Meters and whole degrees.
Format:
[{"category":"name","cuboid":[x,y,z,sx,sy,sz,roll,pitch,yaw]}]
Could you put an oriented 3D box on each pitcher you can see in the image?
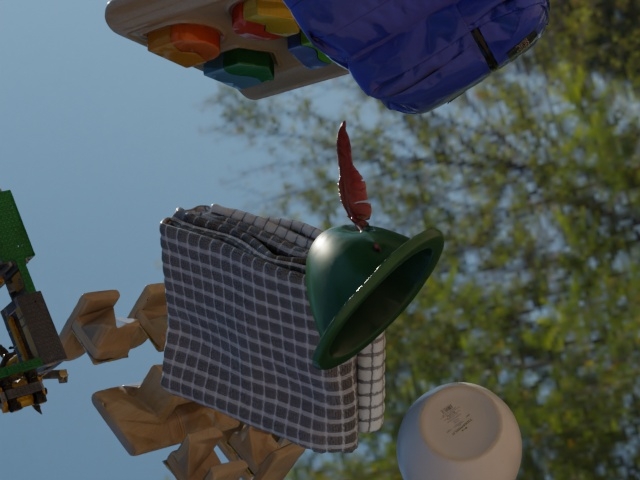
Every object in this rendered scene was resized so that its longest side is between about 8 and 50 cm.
[{"category":"pitcher","cuboid":[0.123,0.245,1.348,0.125,0.177,0.207,43,160,25]}]

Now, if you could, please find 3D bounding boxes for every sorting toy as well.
[{"category":"sorting toy","cuboid":[-0.060,-0.183,1.189,0.208,0.193,0.038,24,-118,-50]}]

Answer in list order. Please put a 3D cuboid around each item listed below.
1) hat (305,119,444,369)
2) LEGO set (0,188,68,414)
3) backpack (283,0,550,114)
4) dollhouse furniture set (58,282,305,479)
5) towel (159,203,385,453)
[{"category":"hat","cuboid":[0.000,0.000,1.257,0.183,0.173,0.208,43,-166,16]},{"category":"LEGO set","cuboid":[-0.479,0.095,1.676,0.255,0.192,0.331,-25,-97,-43]},{"category":"backpack","cuboid":[0.048,-0.113,0.502,0.101,0.120,0.098,56,-170,2]},{"category":"dollhouse furniture set","cuboid":[-0.192,0.278,2.072,0.394,0.256,0.362,-7,-132,-50]},{"category":"towel","cuboid":[-0.064,0.094,1.483,0.121,0.283,0.235,-33,-51,-44]}]
